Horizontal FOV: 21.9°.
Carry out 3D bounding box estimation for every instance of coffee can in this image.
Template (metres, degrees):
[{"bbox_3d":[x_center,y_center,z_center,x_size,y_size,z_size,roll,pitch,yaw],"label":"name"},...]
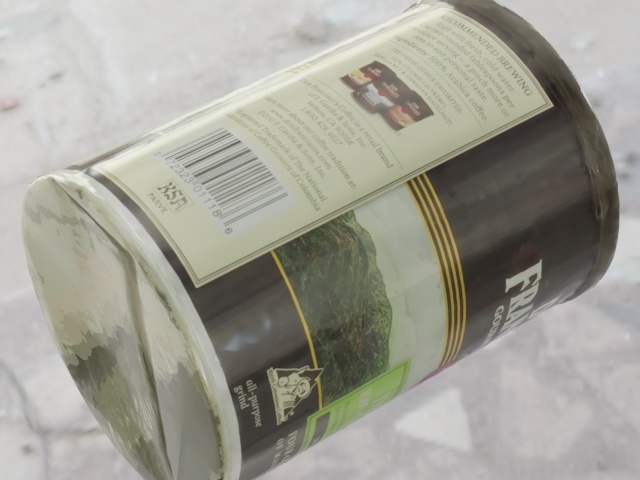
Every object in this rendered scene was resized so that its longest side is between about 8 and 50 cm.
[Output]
[{"bbox_3d":[0.000,0.000,0.936,0.275,0.201,0.201,-27,42,-26],"label":"coffee can"}]
